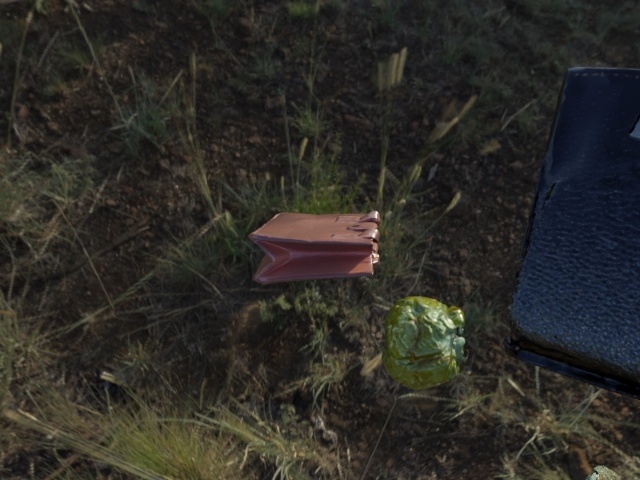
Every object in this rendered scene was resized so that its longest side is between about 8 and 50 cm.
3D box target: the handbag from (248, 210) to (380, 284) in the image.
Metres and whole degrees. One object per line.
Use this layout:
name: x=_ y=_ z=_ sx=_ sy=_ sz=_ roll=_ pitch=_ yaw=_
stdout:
handbag: x=0.000 y=0.000 z=0.760 sx=0.157 sy=0.212 sz=0.059 roll=-2 pitch=101 yaw=6

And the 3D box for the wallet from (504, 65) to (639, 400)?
wallet: x=0.274 y=0.001 z=0.452 sx=0.221 sy=0.262 sz=0.071 roll=16 pitch=11 yaw=36

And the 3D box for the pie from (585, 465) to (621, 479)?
pie: x=0.371 y=0.331 z=0.752 sx=0.084 sy=0.020 sz=0.084 roll=23 pitch=47 yaw=-26

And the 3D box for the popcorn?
popcorn: x=0.217 y=0.196 z=1.172 sx=0.212 sy=0.198 sz=0.198 roll=-8 pitch=57 yaw=-34
